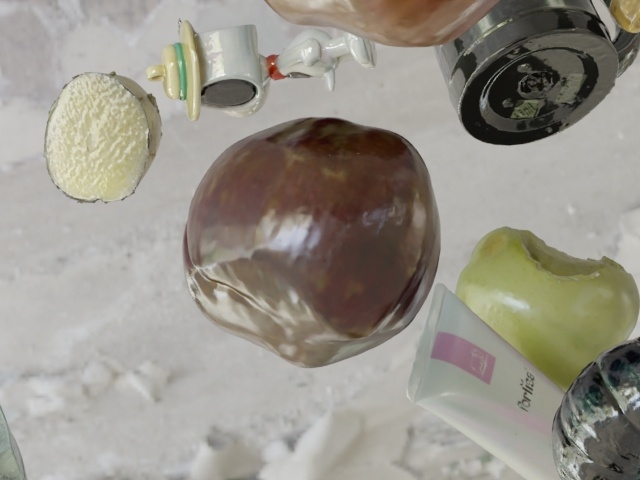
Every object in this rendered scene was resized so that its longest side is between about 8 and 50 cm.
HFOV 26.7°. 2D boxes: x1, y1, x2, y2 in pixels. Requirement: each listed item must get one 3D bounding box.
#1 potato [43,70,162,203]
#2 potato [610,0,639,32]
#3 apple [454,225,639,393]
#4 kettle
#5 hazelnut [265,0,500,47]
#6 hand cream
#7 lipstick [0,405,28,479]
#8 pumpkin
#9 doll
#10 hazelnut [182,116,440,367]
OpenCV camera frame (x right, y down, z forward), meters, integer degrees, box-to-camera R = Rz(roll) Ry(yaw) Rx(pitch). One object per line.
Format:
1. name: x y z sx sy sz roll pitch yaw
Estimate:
1. potato: -0.300 -0.153 1.978 0.117 0.182 0.202 -29 145 -60
2. potato: 0.411 -0.304 1.761 0.062 0.083 0.068 -12 132 -6
3. apple: 0.320 0.109 1.957 0.279 0.279 0.279 -7 145 -5
4. kettle: 0.292 -0.331 1.890 0.321 0.324 0.228 -7 145 -14
5. hazelnut: 0.070 -0.364 1.275 0.315 0.372 0.372 12 140 -33
6. hand cream: 0.255 0.221 1.764 0.359 0.185 0.118 39 140 -24
7. lipstick: -0.342 0.237 1.386 0.076 0.077 0.289 -22 159 -14
8. pumpkin: 0.304 0.169 1.222 0.194 0.150 0.194 -16 157 -7
9. doll: -0.075 -0.251 1.810 0.271 0.144 0.208 -19 166 30
10. hazelnut: 0.000 0.000 1.160 0.234 0.218 0.218 6 158 35
